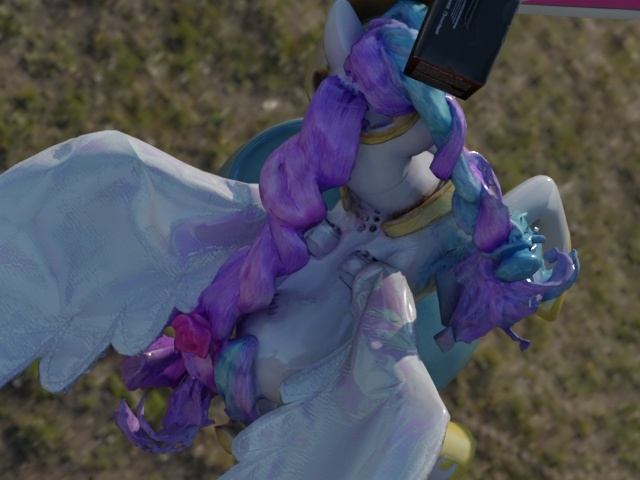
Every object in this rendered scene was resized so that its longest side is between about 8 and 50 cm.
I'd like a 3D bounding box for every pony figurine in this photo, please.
[{"bbox_3d":[-0.009,0.037,0.947,0.303,0.351,0.363,39,-11,27],"label":"pony figurine"}]

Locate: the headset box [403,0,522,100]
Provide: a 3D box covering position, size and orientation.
[{"bbox_3d":[0.060,-0.092,0.721,0.032,0.062,0.083,22,0,0],"label":"headset box"}]

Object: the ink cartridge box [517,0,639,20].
[{"bbox_3d":[0.242,-0.239,1.238,0.370,0.069,0.176,0,66,-16],"label":"ink cartridge box"}]

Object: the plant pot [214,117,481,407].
[{"bbox_3d":[0.000,0.000,1.631,0.195,0.290,0.290,71,14,-55],"label":"plant pot"}]
